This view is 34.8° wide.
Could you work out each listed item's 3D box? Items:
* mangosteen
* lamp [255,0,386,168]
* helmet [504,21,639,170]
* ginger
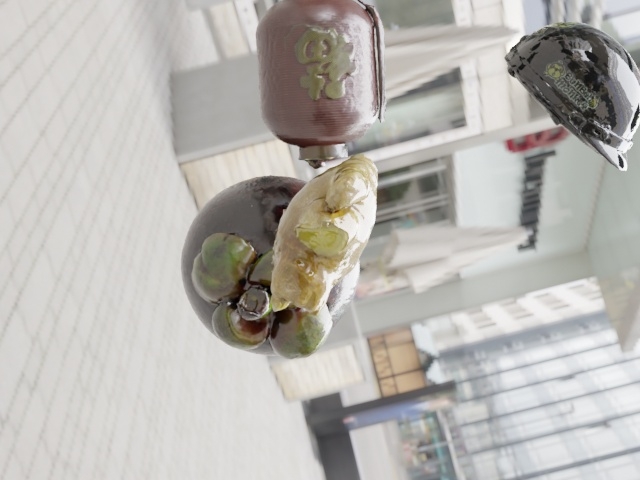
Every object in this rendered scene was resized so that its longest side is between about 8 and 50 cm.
[{"bbox_3d":[-0.077,0.039,1.623,0.300,0.300,0.300,-14,90,-87],"label":"mangosteen"},{"bbox_3d":[0.003,-0.228,1.411,0.180,0.180,0.258,-80,165,-84],"label":"lamp"},{"bbox_3d":[0.445,-0.259,1.693,0.279,0.160,0.230,43,17,12],"label":"helmet"},{"bbox_3d":[0.000,0.000,1.172,0.216,0.102,0.157,-61,-170,23],"label":"ginger"}]
